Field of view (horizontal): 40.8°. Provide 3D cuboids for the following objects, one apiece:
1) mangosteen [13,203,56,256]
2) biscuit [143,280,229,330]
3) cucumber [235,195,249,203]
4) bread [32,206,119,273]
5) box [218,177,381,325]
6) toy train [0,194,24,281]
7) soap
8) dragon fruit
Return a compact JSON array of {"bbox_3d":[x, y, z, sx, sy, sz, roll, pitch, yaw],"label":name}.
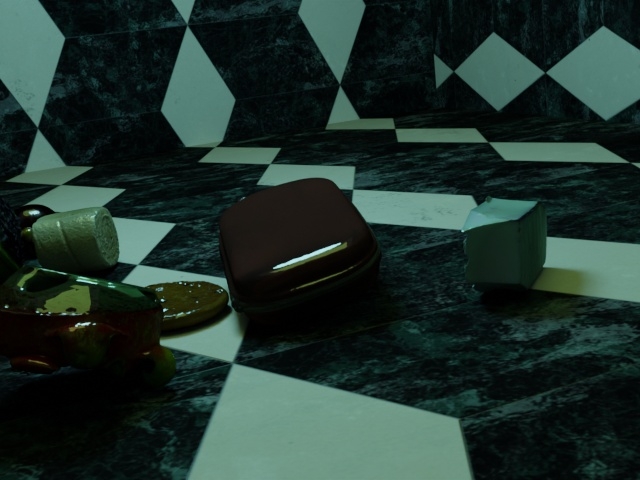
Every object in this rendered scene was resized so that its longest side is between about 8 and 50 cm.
[{"bbox_3d":[-0.664,-0.017,2.011,0.140,0.140,0.140,-6,14,2],"label":"mangosteen"},{"bbox_3d":[-0.258,0.111,1.457,0.212,0.036,0.212,-5,15,1],"label":"biscuit"},{"bbox_3d":[-0.067,-0.063,1.987,0.300,0.072,0.072,4,17,34],"label":"cucumber"},{"bbox_3d":[-0.509,0.003,1.801,0.141,0.134,0.148,-10,2,5],"label":"bread"},{"bbox_3d":[-0.045,0.008,1.485,0.263,0.108,0.404,-20,25,-3],"label":"box"},{"bbox_3d":[-0.723,-0.002,1.684,0.248,0.174,0.307,-8,-17,-8],"label":"toy train"},{"bbox_3d":[0.305,0.006,1.398,0.091,0.145,0.230,1,16,24],"label":"soap"},{"bbox_3d":[-0.330,0.113,1.170,0.295,0.130,0.268,12,-3,2],"label":"dragon fruit"}]
